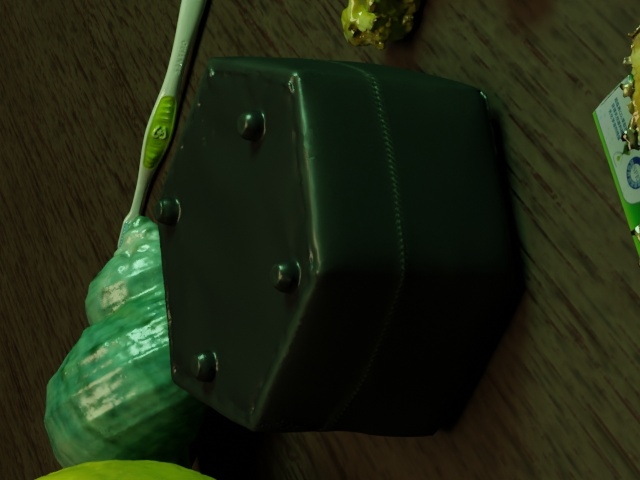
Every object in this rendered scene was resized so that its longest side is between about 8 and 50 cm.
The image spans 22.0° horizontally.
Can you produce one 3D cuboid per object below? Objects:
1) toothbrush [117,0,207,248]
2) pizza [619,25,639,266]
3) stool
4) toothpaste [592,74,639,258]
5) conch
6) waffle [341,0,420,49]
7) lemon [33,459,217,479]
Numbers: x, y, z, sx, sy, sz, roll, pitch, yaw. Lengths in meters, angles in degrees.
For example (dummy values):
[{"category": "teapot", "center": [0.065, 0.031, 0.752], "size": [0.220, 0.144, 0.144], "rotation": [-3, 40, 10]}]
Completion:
[{"category": "toothbrush", "center": [-0.130, -0.099, 1.343], "size": [0.026, 0.022, 0.263], "rotation": [-107, 31, -59]}, {"category": "pizza", "center": [0.194, -0.064, 0.668], "size": [0.147, 0.069, 0.226], "rotation": [-26, 62, 48]}, {"category": "stool", "center": [0.000, 0.000, 0.956], "size": [0.232, 0.141, 0.232], "rotation": [-14, 74, 61]}, {"category": "toothpaste", "center": [0.171, 0.009, 0.739], "size": [0.037, 0.043, 0.178], "rotation": [127, 137, -50]}, {"category": "conch", "center": [-0.120, 0.091, 1.171], "size": [0.196, 0.134, 0.202], "rotation": [-177, 106, -81]}, {"category": "waffle", "center": [0.062, -0.188, 0.959], "size": [0.194, 0.051, 0.149], "rotation": [-35, 56, 56]}, {"category": "lemon", "center": [-0.142, 0.276, 1.068], "size": [0.310, 0.253, 0.253], "rotation": [-40, 50, 31]}]
